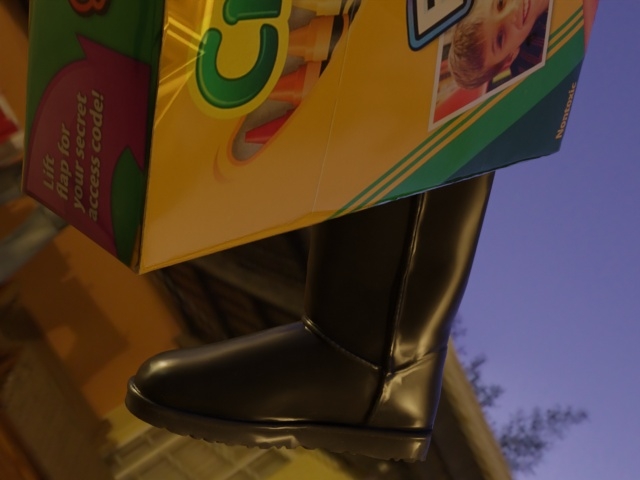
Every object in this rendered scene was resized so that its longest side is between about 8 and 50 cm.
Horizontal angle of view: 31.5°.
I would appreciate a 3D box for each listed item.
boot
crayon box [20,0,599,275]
[{"bbox_3d":[0.002,0.000,1.250,0.146,0.367,0.445,-140,-119,-67],"label":"boot"},{"bbox_3d":[0.029,-0.195,0.519,0.106,0.313,0.363,29,-58,35],"label":"crayon box"}]
